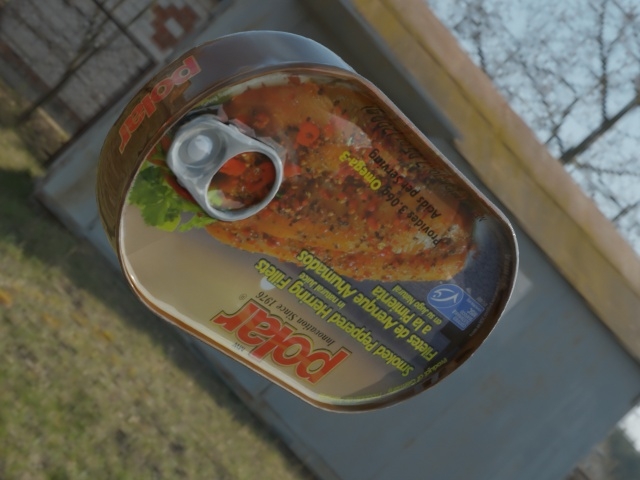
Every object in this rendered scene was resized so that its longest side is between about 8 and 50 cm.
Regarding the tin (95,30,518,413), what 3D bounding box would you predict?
[{"bbox_3d":[0.000,0.000,0.413,0.190,0.106,0.040,39,5,-45],"label":"tin"}]
